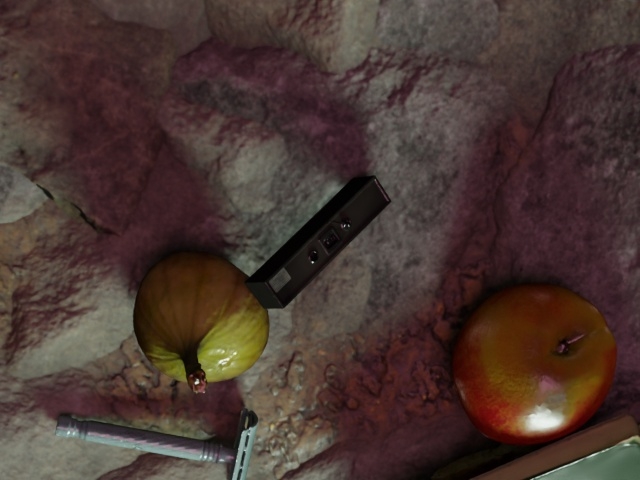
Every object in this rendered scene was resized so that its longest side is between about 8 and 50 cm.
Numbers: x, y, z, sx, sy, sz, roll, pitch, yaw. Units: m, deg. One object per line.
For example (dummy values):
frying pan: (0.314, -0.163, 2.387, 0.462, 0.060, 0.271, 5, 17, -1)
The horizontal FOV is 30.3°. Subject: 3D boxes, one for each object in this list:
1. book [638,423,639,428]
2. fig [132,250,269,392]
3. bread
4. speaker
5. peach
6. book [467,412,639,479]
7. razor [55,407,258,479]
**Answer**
book: (0.445, 0.435, 1.568, 0.262, 0.028, 0.374, -40, 108, 4)
fig: (-0.123, 0.087, 1.282, 0.160, 0.231, 0.143, 44, 77, -9)
bread: (0.231, 0.319, 1.485, 0.154, 0.054, 0.136, -24, 102, 5)
speaker: (0.000, 0.000, 1.311, 0.191, 0.046, 0.040, -44, 110, -28)
peach: (0.250, 0.147, 1.407, 0.190, 0.192, 0.190, 9, 69, -24)
book: (0.247, 0.363, 1.443, 0.371, 0.043, 0.260, -25, 130, 11)
razor: (-0.197, 0.242, 1.402, 0.232, 0.068, 0.106, 10, 104, -6)
